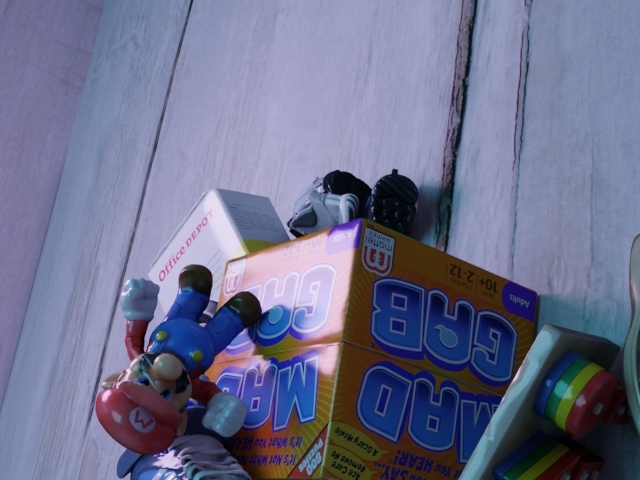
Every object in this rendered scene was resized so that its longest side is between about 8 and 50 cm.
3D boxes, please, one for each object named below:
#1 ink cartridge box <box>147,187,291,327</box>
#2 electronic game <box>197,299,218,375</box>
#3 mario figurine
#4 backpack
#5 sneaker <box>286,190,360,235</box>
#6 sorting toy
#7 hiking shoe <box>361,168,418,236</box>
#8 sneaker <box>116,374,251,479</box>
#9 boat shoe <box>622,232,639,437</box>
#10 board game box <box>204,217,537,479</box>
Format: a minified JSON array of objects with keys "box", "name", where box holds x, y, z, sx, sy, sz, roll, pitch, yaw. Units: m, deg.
[{"box":[-0.161,0.126,2.040,0.279,0.160,0.385,-49,53,29],"name":"ink cartridge box"},{"box":[-0.217,0.227,1.930,0.229,0.048,0.229,0,90,39],"name":"electronic game"},{"box":[-0.183,0.149,1.365,0.198,0.170,0.320,0,34,21],"name":"mario figurine"},{"box":[0.022,-0.058,2.012,0.182,0.152,0.115,-33,28,47],"name":"backpack"},{"box":[0.000,0.000,1.928,0.086,0.132,0.229,-60,-21,-55],"name":"sneaker"},{"box":[0.300,0.247,1.279,0.089,0.255,0.257,32,99,32],"name":"sorting toy"},{"box":[0.110,0.023,1.873,0.132,0.113,0.304,-70,1,-82],"name":"hiking shoe"},{"box":[-0.166,0.291,1.377,0.323,0.130,0.236,-27,56,55],"name":"sneaker"},{"box":[0.456,0.122,1.239,0.123,0.123,0.342,-29,42,48],"name":"boat shoe"},{"box":[0.063,0.218,1.540,0.356,0.356,0.356,-17,58,52],"name":"board game box"}]
